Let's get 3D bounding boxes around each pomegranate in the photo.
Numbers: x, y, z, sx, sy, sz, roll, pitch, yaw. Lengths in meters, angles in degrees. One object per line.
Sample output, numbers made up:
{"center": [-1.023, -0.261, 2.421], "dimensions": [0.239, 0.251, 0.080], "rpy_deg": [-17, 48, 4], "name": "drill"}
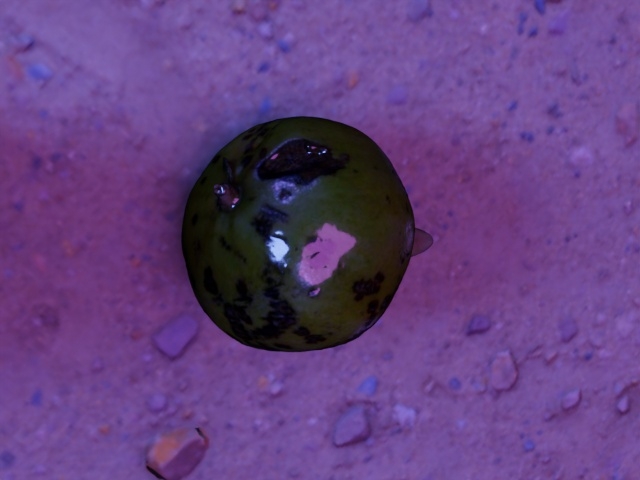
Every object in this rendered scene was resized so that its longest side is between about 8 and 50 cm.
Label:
{"center": [0.000, 0.000, 0.498], "dimensions": [0.161, 0.122, 0.122], "rpy_deg": [10, 103, -52], "name": "pomegranate"}
